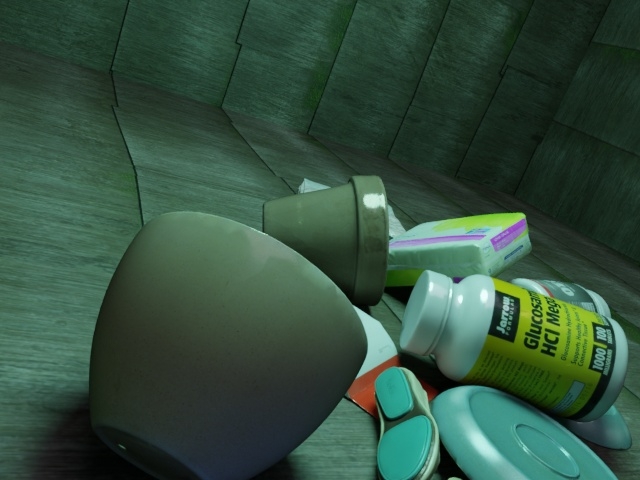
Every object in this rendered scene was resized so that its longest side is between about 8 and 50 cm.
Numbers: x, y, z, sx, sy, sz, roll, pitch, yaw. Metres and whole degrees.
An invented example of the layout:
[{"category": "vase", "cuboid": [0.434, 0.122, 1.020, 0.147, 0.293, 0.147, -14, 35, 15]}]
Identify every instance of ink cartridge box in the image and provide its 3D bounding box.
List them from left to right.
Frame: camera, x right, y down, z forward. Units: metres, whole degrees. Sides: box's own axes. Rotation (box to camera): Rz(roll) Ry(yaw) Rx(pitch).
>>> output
[{"category": "ink cartridge box", "cuboid": [0.069, 0.186, 0.933, 0.232, 0.066, 0.189, 26, 18, 27]}]

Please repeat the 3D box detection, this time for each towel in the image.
[{"category": "towel", "cuboid": [0.093, -0.088, 1.759, 0.332, 0.053, 0.317, 17, 18, -9]}]

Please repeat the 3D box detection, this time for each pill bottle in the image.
[{"category": "pill bottle", "cuboid": [0.315, 0.169, 0.982, 0.334, 0.187, 0.188, 18, 18, -1]}, {"category": "pill bottle", "cuboid": [0.520, 0.171, 1.304, 0.283, 0.161, 0.161, 6, 23, -39]}]

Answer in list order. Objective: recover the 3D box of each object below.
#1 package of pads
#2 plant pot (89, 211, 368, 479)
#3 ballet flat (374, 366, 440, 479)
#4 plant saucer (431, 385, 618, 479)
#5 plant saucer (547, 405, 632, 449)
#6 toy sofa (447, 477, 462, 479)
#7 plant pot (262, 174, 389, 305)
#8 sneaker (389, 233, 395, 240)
[{"category": "package of pads", "cuboid": [0.286, 0.020, 1.284, 0.297, 0.101, 0.229, -5, 14, 45]}, {"category": "plant pot", "cuboid": [-0.119, 0.137, 0.590, 0.284, 0.284, 0.191, 24, 53, 9]}, {"category": "ballet flat", "cuboid": [0.119, 0.254, 0.751, 0.086, 0.086, 0.248, 20, 20, -3]}, {"category": "plant saucer", "cuboid": [0.303, 0.303, 0.805, 0.318, 0.043, 0.317, 26, 16, -8]}, {"category": "plant saucer", "cuboid": [0.491, 0.307, 1.080, 0.195, 0.037, 0.195, 19, 19, -7]}, {"category": "toy sofa", "cuboid": [-0.034, 0.265, 0.429, 0.363, 0.150, 0.177, 9, 23, -32]}, {"category": "plant pot", "cuboid": [0.000, 0.000, 1.142, 0.230, 0.262, 0.263, 1, 21, -6]}, {"category": "sneaker", "cuboid": [0.178, 0.034, 1.444, 0.235, 0.084, 0.097, 15, 20, -18]}]
